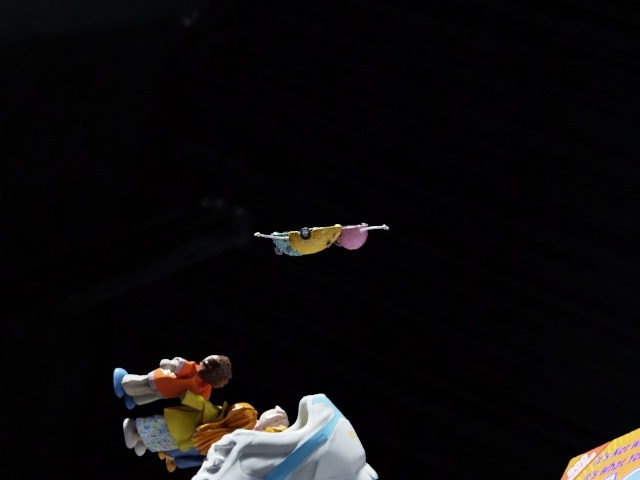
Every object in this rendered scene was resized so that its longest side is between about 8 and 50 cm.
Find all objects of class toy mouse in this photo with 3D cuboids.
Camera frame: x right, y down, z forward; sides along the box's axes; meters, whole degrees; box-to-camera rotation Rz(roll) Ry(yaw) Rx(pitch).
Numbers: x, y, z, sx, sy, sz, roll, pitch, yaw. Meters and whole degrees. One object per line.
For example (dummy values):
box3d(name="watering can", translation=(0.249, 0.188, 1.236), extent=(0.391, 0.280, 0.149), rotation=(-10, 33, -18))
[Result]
box3d(name="toy mouse", translation=(0.000, 0.000, 1.738), extent=(0.143, 0.161, 0.031), rotation=(159, 105, -86))

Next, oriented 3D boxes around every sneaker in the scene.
box3d(name="sneaker", translation=(-0.073, 0.205, 1.131), extent=(0.228, 0.092, 0.087), rotation=(-26, -5, -18))

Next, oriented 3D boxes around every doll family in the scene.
box3d(name="doll family", translation=(-0.120, 0.226, 1.662), extent=(0.263, 0.163, 0.118), rotation=(51, -147, -55))

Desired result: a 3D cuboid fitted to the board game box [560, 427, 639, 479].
box3d(name="board game box", translation=(0.408, 0.408, 1.392), extent=(0.356, 0.356, 0.356), rotation=(-56, 7, -34))
